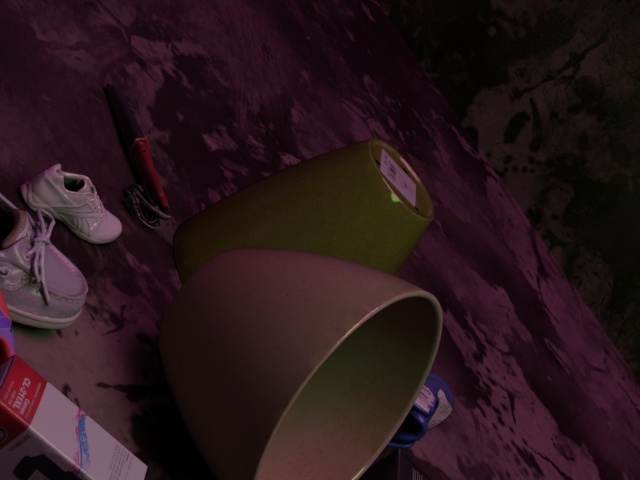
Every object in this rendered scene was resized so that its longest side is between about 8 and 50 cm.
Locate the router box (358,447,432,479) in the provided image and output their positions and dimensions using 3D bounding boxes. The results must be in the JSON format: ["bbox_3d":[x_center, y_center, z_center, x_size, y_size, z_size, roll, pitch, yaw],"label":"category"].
[{"bbox_3d":[0.147,0.452,1.873,0.243,0.081,0.309,46,23,-18],"label":"router box"}]

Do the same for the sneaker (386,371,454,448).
[{"bbox_3d":[0.109,0.247,2.023,0.131,0.112,0.296,30,15,38],"label":"sneaker"}]

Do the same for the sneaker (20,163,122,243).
[{"bbox_3d":[-0.292,-0.043,1.777,0.152,0.061,0.054,31,28,-46],"label":"sneaker"}]

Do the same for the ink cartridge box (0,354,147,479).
[{"bbox_3d":[-0.268,0.210,1.348,0.175,0.127,0.072,44,24,-20],"label":"ink cartridge box"}]

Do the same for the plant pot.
[{"bbox_3d":[0.000,0.000,1.979,0.275,0.293,0.275,42,24,-24],"label":"plant pot"}]

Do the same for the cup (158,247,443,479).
[{"bbox_3d":[-0.051,0.141,1.710,0.237,0.331,0.331,34,13,26],"label":"cup"}]

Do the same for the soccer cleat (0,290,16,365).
[{"bbox_3d":[-0.394,0.077,1.337,0.116,0.108,0.318,63,21,14],"label":"soccer cleat"}]

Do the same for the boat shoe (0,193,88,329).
[{"bbox_3d":[-0.364,-0.024,1.544,0.320,0.103,0.118,43,24,-22],"label":"boat shoe"}]

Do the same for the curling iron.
[{"bbox_3d":[-0.257,-0.126,2.003,0.068,0.035,0.274,30,31,-44],"label":"curling iron"}]
